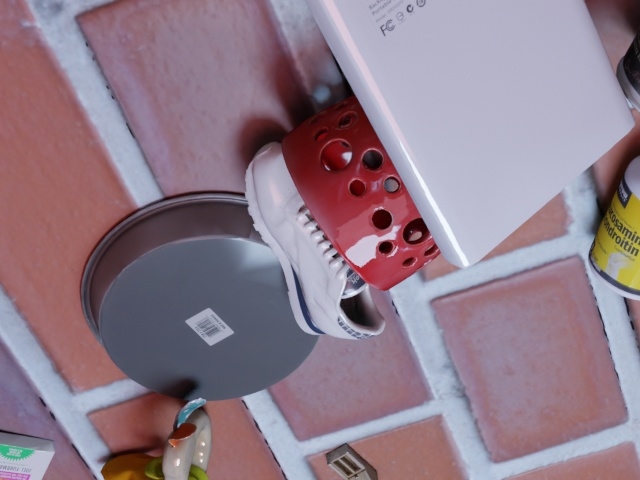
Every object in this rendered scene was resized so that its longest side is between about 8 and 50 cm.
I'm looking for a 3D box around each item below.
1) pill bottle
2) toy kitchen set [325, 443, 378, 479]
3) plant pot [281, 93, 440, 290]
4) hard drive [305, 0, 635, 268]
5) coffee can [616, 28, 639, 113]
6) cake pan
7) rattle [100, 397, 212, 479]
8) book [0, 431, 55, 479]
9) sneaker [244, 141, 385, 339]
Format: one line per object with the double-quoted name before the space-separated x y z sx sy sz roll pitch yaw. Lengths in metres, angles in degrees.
"pill bottle" 0.370 -0.031 1.527 0.103 0.103 0.184 7 128 -13
"toy kitchen set" 0.032 0.324 1.786 0.068 0.083 0.075 -32 126 17
"plant pot" 0.082 -0.069 1.402 0.174 0.191 0.191 -31 127 13
"hard drive" 0.133 -0.180 1.248 0.233 0.047 0.353 -39 120 -15
"coffee can" 0.432 -0.228 1.309 0.201 0.201 0.275 13 126 -18
"cake pan" -0.124 0.077 1.581 0.293 0.054 0.293 -4 130 -5
"rattle" -0.200 0.239 1.660 0.142 0.130 0.200 25 163 16
"book" -0.400 0.296 1.740 0.096 0.035 0.144 13 125 -23
"sneaker" 0.000 0.000 1.472 0.090 0.095 0.235 -39 117 -28
